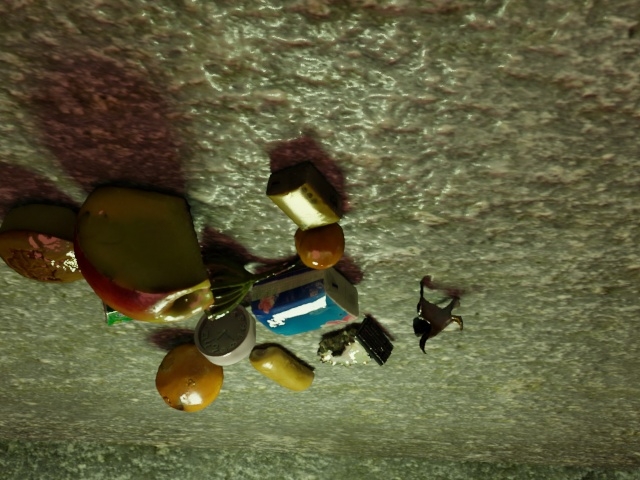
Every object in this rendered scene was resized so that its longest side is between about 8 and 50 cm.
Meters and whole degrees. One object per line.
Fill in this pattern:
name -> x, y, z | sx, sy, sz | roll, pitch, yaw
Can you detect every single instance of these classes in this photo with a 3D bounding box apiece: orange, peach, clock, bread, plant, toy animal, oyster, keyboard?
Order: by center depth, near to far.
peach -> -0.442, 0.037, 1.574 | 0.306, 0.380, 0.242 | -15, 151, -22
peach -> 0.000, 0.000, 1.635 | 0.138, 0.138, 0.138 | 2, 146, 1
bread -> -0.729, 0.017, 1.694 | 0.270, 0.148, 0.269 | 2, 146, 1
plant -> -0.207, 0.135, 1.827 | 0.334, 0.180, 0.251 | 2, 157, -5
toy animal -> 0.357, 0.253, 1.946 | 0.160, 0.197, 0.272 | -8, 140, 10
clock -> -0.304, 0.298, 2.038 | 0.197, 0.196, 0.068 | -8, 144, 16
keyboard -> 0.188, 0.346, 2.173 | 0.025, 0.093, 0.230 | 19, 157, 42
oyster -> 0.089, 0.388, 2.250 | 0.198, 0.092, 0.259 | 6, 155, -4
orange -> -0.475, 0.497, 2.305 | 0.246, 0.246, 0.246 | 2, 146, 1
bread -> -0.143, 0.497, 2.424 | 0.142, 0.091, 0.305 | -13, 143, 31

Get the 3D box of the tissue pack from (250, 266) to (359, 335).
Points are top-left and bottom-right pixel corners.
tissue pack -> -0.048, 0.186, 1.906 | 0.270, 0.137, 0.209 | -16, 140, 27

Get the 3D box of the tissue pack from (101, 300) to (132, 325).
tissue pack -> -0.510, 0.125, 1.780 | 0.209, 0.148, 0.156 | -10, 152, -23

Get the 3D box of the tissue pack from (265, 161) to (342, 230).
tissue pack -> -0.037, -0.101, 1.527 | 0.120, 0.082, 0.169 | -15, 142, 26
